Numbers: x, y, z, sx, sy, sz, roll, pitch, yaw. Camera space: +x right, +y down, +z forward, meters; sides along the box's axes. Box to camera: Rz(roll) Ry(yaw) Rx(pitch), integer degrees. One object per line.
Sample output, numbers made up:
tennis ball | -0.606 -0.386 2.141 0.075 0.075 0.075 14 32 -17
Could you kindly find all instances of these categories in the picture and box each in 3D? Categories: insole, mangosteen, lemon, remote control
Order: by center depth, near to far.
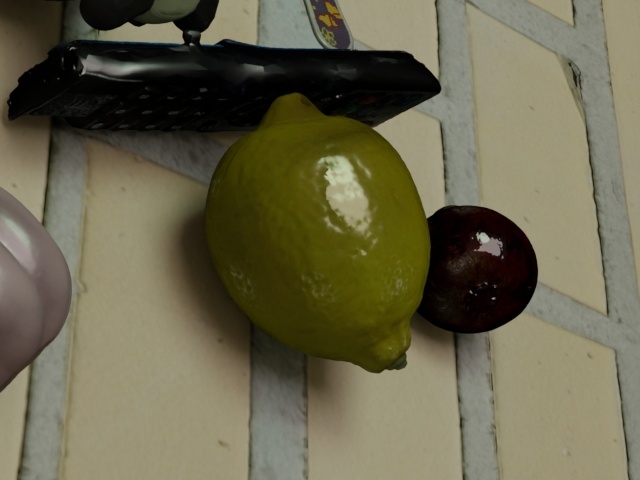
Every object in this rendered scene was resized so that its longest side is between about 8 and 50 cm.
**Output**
lemon | 0.000 0.000 1.508 0.184 0.184 0.248 -17 83 -48
remote control | -0.079 -0.134 1.563 0.398 0.144 0.062 -2 77 -42
mangosteen | 0.132 0.019 1.672 0.140 0.140 0.140 24 47 -29
insole | -0.009 -0.271 1.831 0.065 0.004 0.197 6 58 -41

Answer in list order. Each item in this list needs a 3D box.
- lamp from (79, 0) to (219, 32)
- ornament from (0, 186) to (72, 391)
lamp | -0.195 -0.269 1.500 0.244 0.198 0.197 43 36 23
ornament | -0.263 0.035 1.236 0.177 0.177 0.177 24 47 -29
